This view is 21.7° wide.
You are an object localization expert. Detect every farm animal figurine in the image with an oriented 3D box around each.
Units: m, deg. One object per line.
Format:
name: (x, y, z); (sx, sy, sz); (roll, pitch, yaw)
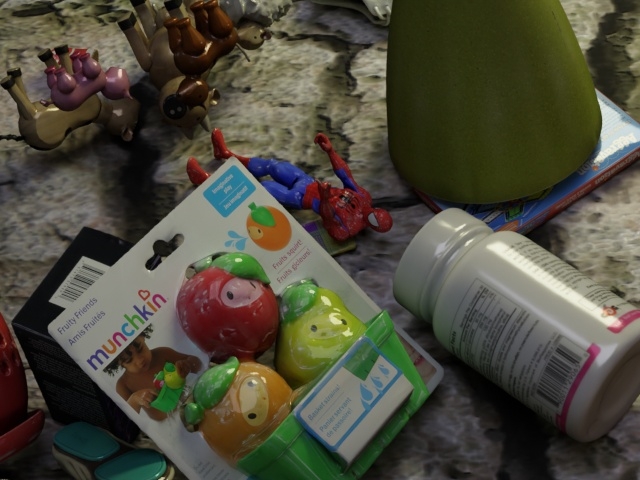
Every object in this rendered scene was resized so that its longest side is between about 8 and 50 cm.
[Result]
farm animal figurine: (-0.213, -0.216, 2.168); (0.330, 0.172, 0.327); (-12, 26, 28)

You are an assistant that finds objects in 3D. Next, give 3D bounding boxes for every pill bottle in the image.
pill bottle: (0.230, 0.089, 1.894); (0.283, 0.160, 0.160); (35, 64, 28)

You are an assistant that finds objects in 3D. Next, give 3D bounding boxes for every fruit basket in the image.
fruit basket: (-0.065, 0.118, 1.811); (0.353, 0.165, 0.327); (50, 55, -6)

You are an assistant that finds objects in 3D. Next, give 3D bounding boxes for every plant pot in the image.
plant pot: (0.194, -0.245, 2.040); (0.275, 0.293, 0.274); (-8, 42, 8)
plant pot: (-0.413, 0.177, 1.865); (0.191, 0.191, 0.174); (-30, 95, -16)

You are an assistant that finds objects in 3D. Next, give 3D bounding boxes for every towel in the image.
towel: (0.000, 0.000, 2.083); (0.083, 0.009, 0.060); (-20, 54, -8)

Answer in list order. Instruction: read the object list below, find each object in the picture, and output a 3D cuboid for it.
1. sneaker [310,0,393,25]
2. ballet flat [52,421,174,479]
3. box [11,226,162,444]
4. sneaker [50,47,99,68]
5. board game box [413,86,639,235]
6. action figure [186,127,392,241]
sneaker: (0.104, -0.336, 2.293); (0.258, 0.094, 0.091); (13, 73, 21)
ballet flat: (-0.216, 0.259, 1.806); (0.086, 0.086, 0.248); (-34, 22, -19)
box: (-0.245, 0.113, 1.898); (0.108, 0.207, 0.153); (20, 58, 22)
sneaker: (-0.348, -0.220, 2.270); (0.067, 0.042, 0.118); (9, 46, 8)
board game box: (0.271, -0.095, 2.115); (0.281, 0.027, 0.145); (-32, 54, -18)
action figure: (-0.036, -0.086, 2.068); (0.280, 0.139, 0.091); (22, 57, 22)
